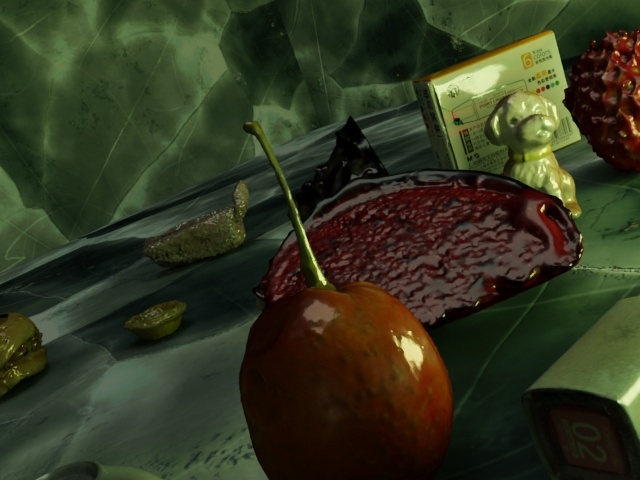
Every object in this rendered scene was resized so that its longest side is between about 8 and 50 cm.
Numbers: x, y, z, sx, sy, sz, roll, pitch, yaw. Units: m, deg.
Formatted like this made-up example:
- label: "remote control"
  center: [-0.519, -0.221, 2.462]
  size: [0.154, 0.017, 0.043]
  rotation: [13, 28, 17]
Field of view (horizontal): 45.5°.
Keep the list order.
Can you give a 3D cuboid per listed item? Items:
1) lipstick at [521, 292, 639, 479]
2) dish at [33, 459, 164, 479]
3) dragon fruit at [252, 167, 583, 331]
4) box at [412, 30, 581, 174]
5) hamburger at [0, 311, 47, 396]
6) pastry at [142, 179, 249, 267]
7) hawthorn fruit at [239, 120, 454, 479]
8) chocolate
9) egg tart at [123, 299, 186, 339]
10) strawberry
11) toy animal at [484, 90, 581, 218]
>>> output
- label: "lipstick"
  center: [0.244, 0.075, 0.539]
  size: [0.253, 0.079, 0.077]
  rotation: [-29, 14, -38]
- label: "dish"
  center: [-0.211, 0.232, 0.622]
  size: [0.191, 0.066, 0.190]
  rotation: [-19, 13, 4]
- label: "dragon fruit"
  center: [0.091, 0.025, 0.837]
  size: [0.343, 0.100, 0.282]
  rotation: [-23, 41, 6]
- label: "box"
  center: [0.326, -0.240, 1.414]
  size: [0.274, 0.220, 0.091]
  rotation: [-22, 15, -13]
- label: "hamburger"
  center: [-0.538, 0.198, 1.204]
  size: [0.214, 0.108, 0.214]
  rotation: [-23, 16, 7]
- label: "pastry"
  center: [-0.247, -0.013, 1.626]
  size: [0.265, 0.112, 0.103]
  rotation: [-30, 16, 13]
- label: "hawthorn fruit"
  center: [0.006, 0.049, 0.553]
  size: [0.165, 0.285, 0.165]
  rotation: [-11, 8, 1]
- label: "chocolate"
  center: [0.032, -0.025, 1.040]
  size: [0.177, 0.224, 0.206]
  rotation: [-34, -19, 7]
- label: "egg tart"
  center: [-0.253, 0.127, 1.188]
  size: [0.105, 0.039, 0.105]
  rotation: [-20, 13, 5]
- label: "strawberry"
  center: [0.466, -0.169, 1.098]
  size: [0.234, 0.234, 0.178]
  rotation: [-12, 43, 34]
- label: "toy animal"
  center: [0.285, -0.116, 1.031]
  size: [0.104, 0.185, 0.184]
  rotation: [-16, 13, 27]
